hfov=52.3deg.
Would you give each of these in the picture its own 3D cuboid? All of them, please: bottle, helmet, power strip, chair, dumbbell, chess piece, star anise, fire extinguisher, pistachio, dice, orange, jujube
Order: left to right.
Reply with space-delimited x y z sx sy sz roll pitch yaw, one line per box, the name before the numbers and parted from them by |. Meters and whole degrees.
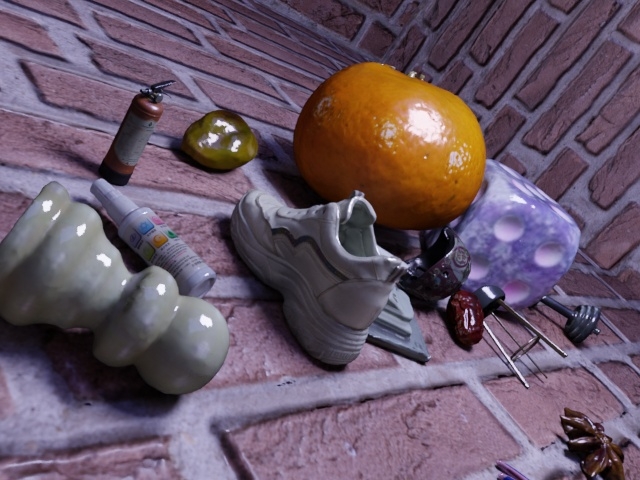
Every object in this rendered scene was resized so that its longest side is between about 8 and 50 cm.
chess piece | -0.208 0.068 0.678 0.251 0.144 0.144 35 22 -16
fire extinguisher | -0.273 -0.166 0.974 0.050 0.177 0.062 45 25 22
bottle | -0.231 -0.007 0.877 0.217 0.060 0.060 43 23 13
pistachio | -0.182 -0.189 1.255 0.110 0.100 0.189 40 21 19
power strip | 0.102 0.102 1.145 0.213 0.064 0.198 26 27 -27
orange | 0.155 -0.205 1.421 0.424 0.326 0.424 19 8 -3
helmet | 0.244 0.065 1.324 0.107 0.153 0.177 46 20 -11
jujube | 0.290 0.156 1.307 0.077 0.077 0.129 30 32 -15
dice | 0.428 -0.013 1.571 0.271 0.270 0.270 31 22 -13
chair | 0.401 0.198 1.370 0.221 0.104 0.095 52 1 22
dumbbell | 0.625 0.175 1.724 0.254 0.110 0.110 33 22 6
star anise | 0.502 0.377 1.197 0.168 0.057 0.168 30 22 -14

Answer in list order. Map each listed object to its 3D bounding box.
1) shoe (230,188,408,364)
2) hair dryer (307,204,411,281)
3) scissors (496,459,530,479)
shoe | 0.000 0.000 1.003 0.132 0.210 0.342 10 34 -47
hair dryer | 0.086 0.007 1.234 0.236 0.073 0.131 31 15 33
scissors | 0.313 0.373 0.986 0.113 0.012 0.039 35 22 -6
